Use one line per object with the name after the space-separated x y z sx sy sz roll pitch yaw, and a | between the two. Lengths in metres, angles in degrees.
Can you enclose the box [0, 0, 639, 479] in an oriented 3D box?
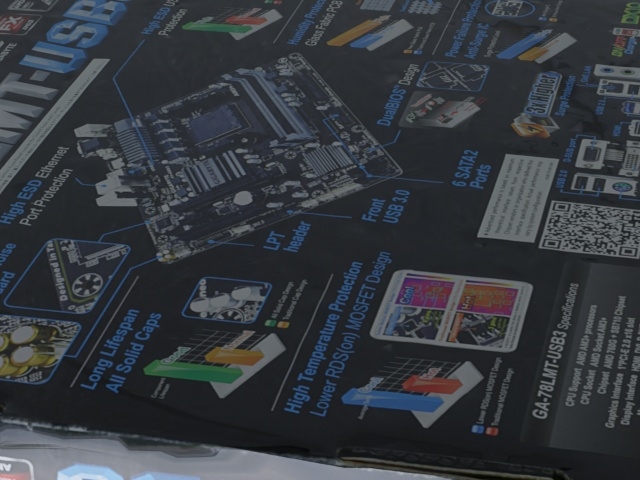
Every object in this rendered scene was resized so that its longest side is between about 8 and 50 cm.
0.000 0.000 0.545 0.293 0.295 0.073 4 120 13 | box
